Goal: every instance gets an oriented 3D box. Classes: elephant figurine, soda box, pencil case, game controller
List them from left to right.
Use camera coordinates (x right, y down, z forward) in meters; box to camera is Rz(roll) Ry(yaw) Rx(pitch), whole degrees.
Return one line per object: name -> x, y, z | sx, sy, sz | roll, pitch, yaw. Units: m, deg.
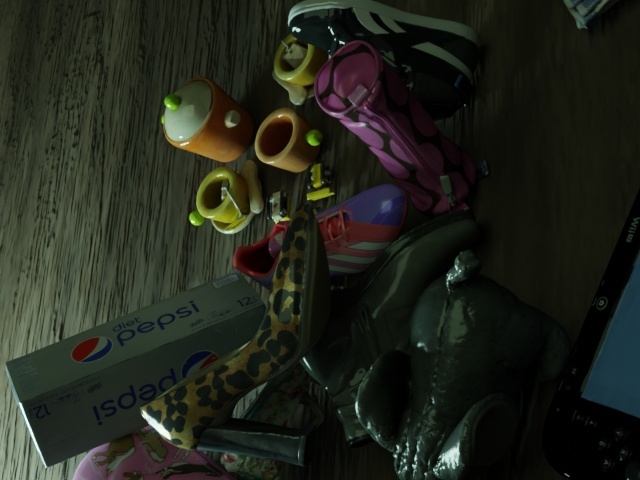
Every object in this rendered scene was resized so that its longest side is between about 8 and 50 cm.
soda box -> -0.195, 0.140, 1.395 | 0.286, 0.098, 0.091 | -22, 32, -15
pencil case -> -0.110, 0.329, 1.302 | 0.386, 0.160, 0.167 | 29, 122, 46
pencil case -> 0.083, -0.110, 1.298 | 0.095, 0.209, 0.098 | -33, 40, 20
elephant figurine -> 0.119, 0.161, 1.145 | 0.239, 0.186, 0.169 | -62, 15, -16
game controller -> 0.305, 0.074, 1.102 | 0.166, 0.067, 0.319 | 18, 83, 46

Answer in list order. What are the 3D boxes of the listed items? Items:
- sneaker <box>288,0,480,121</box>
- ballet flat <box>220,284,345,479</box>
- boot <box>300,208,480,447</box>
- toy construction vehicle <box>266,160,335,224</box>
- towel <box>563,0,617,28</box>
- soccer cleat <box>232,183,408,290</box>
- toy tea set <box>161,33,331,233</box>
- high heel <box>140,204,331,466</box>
sneaker -> 0.064, -0.192, 1.374 | 0.216, 0.079, 0.121 | 9, 68, 2
ballet flat -> -0.020, 0.160, 1.350 | 0.241, 0.077, 0.091 | -55, -2, -21
boot -> 0.096, 0.093, 1.284 | 0.246, 0.083, 0.161 | -37, 71, -2
toy construction vehicle -> -0.019, -0.036, 1.487 | 0.085, 0.035, 0.098 | -19, 57, 27
towel -> 0.345, -0.371, 1.308 | 0.285, 0.034, 0.209 | -39, 46, 20
soccer cleat -> 0.000, 0.000, 1.365 | 0.248, 0.095, 0.083 | -29, 52, 51
toy tea set -> -0.071, -0.169, 1.529 | 0.336, 0.124, 0.200 | -38, 48, 23
high heel -> -0.089, 0.087, 1.242 | 0.186, 0.093, 0.261 | 7, 95, 17
